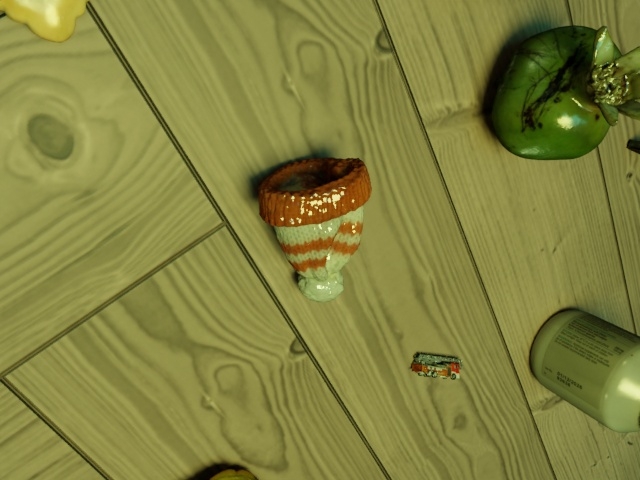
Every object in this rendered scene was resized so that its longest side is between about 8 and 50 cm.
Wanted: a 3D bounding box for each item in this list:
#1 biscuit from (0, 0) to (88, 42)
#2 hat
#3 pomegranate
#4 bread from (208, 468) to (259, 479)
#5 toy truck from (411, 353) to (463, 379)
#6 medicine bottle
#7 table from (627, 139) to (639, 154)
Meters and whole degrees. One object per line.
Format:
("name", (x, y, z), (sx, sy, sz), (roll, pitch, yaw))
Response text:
("biscuit", (-0.198, -0.290, 0.401), (0.160, 0.030, 0.250), (32, 90, -32))
("hat", (0.000, 0.000, 0.576), (0.112, 0.093, 0.162), (-16, 120, -11))
("pomegranate", (0.273, -0.159, 0.609), (0.131, 0.191, 0.152), (10, 101, -13))
("bread", (-0.103, 0.338, 0.638), (0.125, 0.086, 0.156), (-10, 115, -36))
("toy truck", (0.160, 0.171, 0.757), (0.083, 0.024, 0.032), (15, 70, -28))
("medicine bottle", (0.422, 0.196, 0.792), (0.135, 0.215, 0.135), (-10, 111, -26))
("table", (0.642, -0.196, 0.790), (0.282, 0.196, 0.250), (14, 101, -31))
